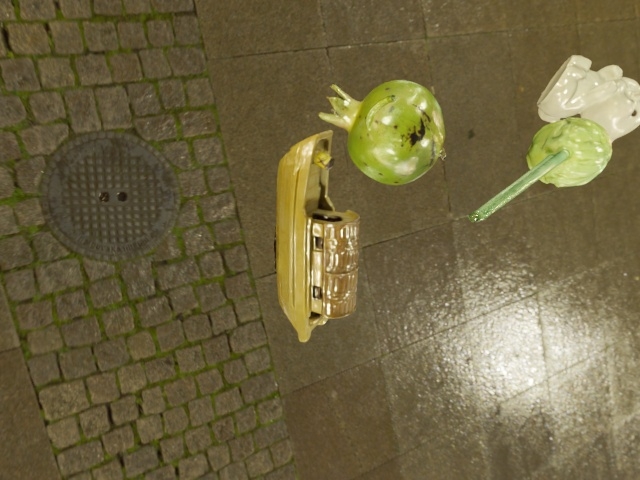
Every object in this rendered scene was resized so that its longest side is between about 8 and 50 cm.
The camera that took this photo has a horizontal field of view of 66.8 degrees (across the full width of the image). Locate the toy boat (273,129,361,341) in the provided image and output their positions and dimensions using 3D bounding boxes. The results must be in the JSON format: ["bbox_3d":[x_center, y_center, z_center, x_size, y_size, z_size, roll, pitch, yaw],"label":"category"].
[{"bbox_3d":[0.000,0.000,0.508,0.068,0.087,0.226,-35,132,-57],"label":"toy boat"}]

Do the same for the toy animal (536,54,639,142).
[{"bbox_3d":[0.554,-0.278,1.014,0.193,0.178,0.127,37,58,-2],"label":"toy animal"}]

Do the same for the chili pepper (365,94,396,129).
[{"bbox_3d":[0.101,-0.225,0.838,0.017,0.083,0.030,6,63,-35],"label":"chili pepper"}]

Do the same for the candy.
[{"bbox_3d":[0.242,-0.076,0.543,0.335,0.093,0.092,-26,145,-43],"label":"candy"}]

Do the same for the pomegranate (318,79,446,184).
[{"bbox_3d":[0.163,-0.289,1.242,0.340,0.260,0.261,20,86,-12],"label":"pomegranate"}]
